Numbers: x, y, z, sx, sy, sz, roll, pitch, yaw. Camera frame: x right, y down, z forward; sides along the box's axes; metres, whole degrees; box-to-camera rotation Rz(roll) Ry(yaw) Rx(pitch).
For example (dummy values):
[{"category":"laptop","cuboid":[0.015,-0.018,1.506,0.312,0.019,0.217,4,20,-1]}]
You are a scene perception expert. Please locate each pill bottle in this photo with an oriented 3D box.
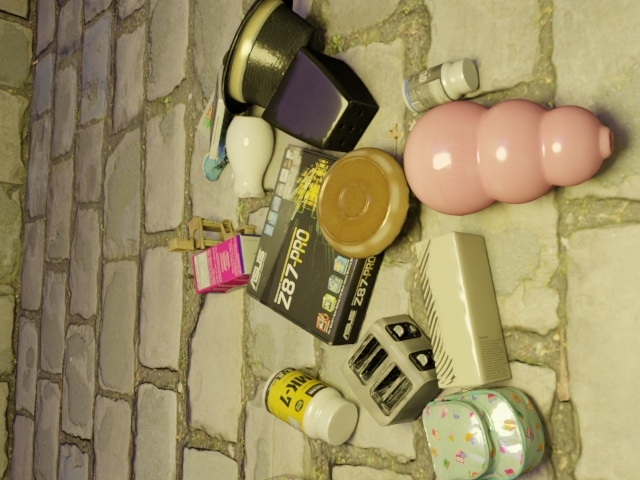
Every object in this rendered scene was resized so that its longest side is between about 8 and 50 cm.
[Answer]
[{"category":"pill bottle","cuboid":[0.239,-0.312,1.133,0.137,0.078,0.078,-11,78,42]},{"category":"pill bottle","cuboid":[-0.025,0.376,1.284,0.209,0.119,0.119,14,95,43]}]

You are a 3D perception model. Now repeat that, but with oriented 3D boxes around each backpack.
[{"category":"backpack","cuboid":[0.282,0.340,0.985,0.188,0.144,0.165,-26,63,36]}]

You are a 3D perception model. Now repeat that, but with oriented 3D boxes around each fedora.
[{"category":"fedora","cuboid":[-0.105,-0.436,1.387,0.153,0.334,0.334,30,109,8]}]

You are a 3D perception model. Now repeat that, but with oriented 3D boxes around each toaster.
[{"category":"toaster","cuboid":[0.148,0.265,1.139,0.168,0.110,0.185,52,120,35]}]

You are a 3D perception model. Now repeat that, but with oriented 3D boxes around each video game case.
[{"category":"video game case","cuboid":[-0.281,-0.351,1.541,0.201,0.023,0.183,-100,22,-47]}]

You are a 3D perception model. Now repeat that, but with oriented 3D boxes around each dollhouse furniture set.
[{"category":"dollhouse furniture set","cuboid":[-0.297,-0.032,1.539,0.161,0.182,0.101,-20,72,41]}]

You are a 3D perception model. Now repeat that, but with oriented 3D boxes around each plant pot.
[{"category":"plant pot","cuboid":[0.014,-0.301,1.284,0.167,0.188,0.187,44,116,24]},{"category":"plant pot","cuboid":[0.075,-0.080,1.175,0.236,0.032,0.236,-5,82,40]}]

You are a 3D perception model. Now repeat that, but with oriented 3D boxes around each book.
[{"category":"book","cuboid":[-0.307,-0.376,1.692,0.096,0.035,0.144,42,112,33]}]

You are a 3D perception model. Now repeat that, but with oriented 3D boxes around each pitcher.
[{"category":"pitcher","cuboid":[-0.203,-0.232,1.526,0.178,0.126,0.207,28,116,56]}]

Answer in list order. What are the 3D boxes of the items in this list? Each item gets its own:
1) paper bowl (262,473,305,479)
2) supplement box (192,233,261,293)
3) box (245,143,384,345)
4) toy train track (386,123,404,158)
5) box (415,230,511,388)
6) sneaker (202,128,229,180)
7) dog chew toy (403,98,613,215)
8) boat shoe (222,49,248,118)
[{"category":"paper bowl","cuboid":[-0.067,0.679,1.273,0.284,0.148,0.284,-6,81,43]},{"category":"supplement box","cuboid":[-0.236,0.067,1.520,0.220,0.111,0.113,-21,73,41]},{"category":"box","cuboid":[0.000,0.000,1.314,0.318,0.097,0.394,26,102,43]},{"category":"toy train track","cuboid":[0.159,-0.216,1.243,0.048,0.014,0.083,1,87,44]},{"category":"box","cuboid":[0.262,0.128,1.045,0.094,0.113,0.275,-20,71,42]},{"category":"sneaker","cuboid":[-0.287,-0.239,1.635,0.073,0.063,0.162,44,115,33]},{"category":"dog chew toy","cuboid":[0.316,-0.149,0.970,0.332,0.207,0.206,-1,85,36]},{"category":"boat shoe","cuboid":[-0.221,-0.436,1.583,0.080,0.073,0.223,-34,60,43]}]
